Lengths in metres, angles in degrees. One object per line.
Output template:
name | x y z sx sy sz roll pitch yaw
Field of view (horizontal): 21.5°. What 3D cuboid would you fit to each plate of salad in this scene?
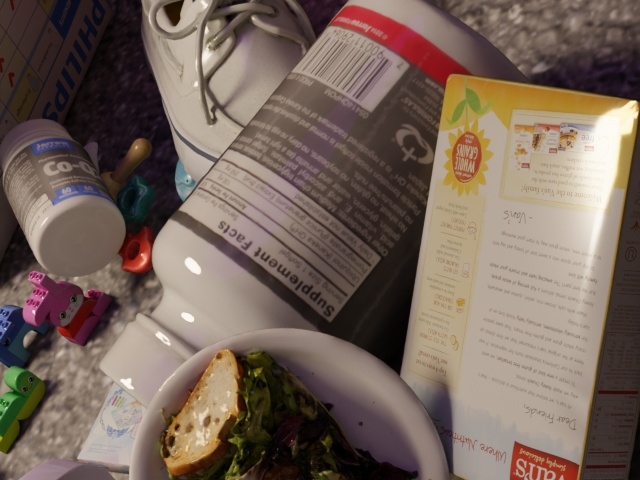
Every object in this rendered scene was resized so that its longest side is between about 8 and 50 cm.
plate of salad | -0.022 0.153 1.013 0.200 0.200 0.048 -38 -1 11

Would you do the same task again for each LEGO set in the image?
LEGO set | -0.283 0.110 1.365 0.087 0.093 0.227 13 66 49

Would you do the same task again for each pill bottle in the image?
pill bottle | -0.218 -0.038 1.392 0.078 0.078 0.137 -41 44 6
pill bottle | 0.000 0.000 1.126 0.318 0.176 0.176 -51 37 -7

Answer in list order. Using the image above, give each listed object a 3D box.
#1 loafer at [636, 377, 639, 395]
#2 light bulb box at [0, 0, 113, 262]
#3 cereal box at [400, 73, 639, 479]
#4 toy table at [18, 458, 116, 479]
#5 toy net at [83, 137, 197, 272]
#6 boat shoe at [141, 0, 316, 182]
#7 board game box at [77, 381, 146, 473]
loafer | 0.242 0.040 0.932 0.268 0.092 0.102 -2 84 61
light bulb box | -0.407 -0.192 1.506 0.225 0.361 0.358 4 58 25
cereal box | 0.123 0.029 0.989 0.173 0.047 0.240 18 102 54
toy table | -0.243 0.270 1.084 0.161 0.252 0.274 5 58 27
toy net | -0.156 -0.027 1.417 0.232 0.045 0.122 0 71 47
boat shoe | -0.070 -0.167 1.342 0.135 0.156 0.367 -15 33 -10
board game box | -0.130 0.132 1.260 0.090 0.020 0.090 0 56 43
